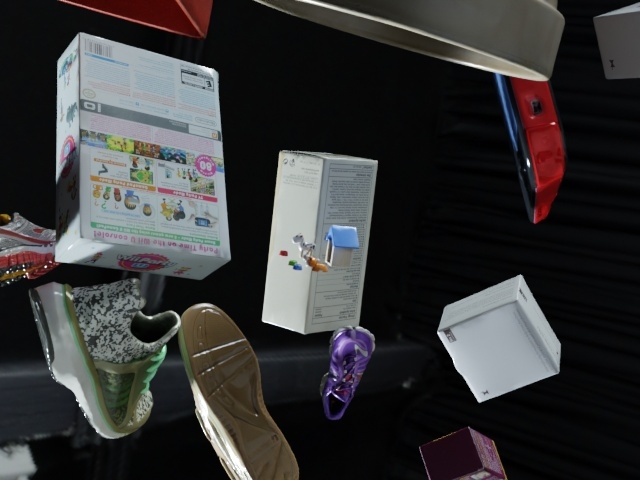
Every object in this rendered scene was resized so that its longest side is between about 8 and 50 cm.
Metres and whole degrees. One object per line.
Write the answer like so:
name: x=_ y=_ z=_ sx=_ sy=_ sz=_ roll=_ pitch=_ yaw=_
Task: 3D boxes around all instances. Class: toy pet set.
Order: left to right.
toy pet set: x=0.002 y=0.007 z=1.536 sx=0.114 sy=0.122 sz=0.065 roll=5 pitch=-80 yaw=-16

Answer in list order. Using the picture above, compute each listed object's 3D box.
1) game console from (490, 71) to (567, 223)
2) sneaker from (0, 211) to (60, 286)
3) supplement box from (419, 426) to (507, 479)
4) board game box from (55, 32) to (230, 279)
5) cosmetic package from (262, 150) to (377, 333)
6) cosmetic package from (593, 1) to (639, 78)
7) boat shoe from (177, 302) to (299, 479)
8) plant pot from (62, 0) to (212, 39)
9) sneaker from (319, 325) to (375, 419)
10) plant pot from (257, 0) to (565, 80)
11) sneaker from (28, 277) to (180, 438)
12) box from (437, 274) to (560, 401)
game console: x=0.275 y=-0.236 z=1.397 sx=0.342 sy=0.060 sz=0.386 roll=56 pitch=-158 yaw=-77
sneaker: x=-0.405 y=-0.001 z=1.322 sx=0.092 sy=0.088 sz=0.225 roll=59 pitch=-164 yaw=4
supplement box: x=0.137 y=0.213 z=0.915 sx=0.083 sy=0.055 sz=0.043 roll=39 pitch=-151 yaw=-58
board game box: x=-0.250 y=-0.112 z=1.337 sx=0.224 sy=0.097 sz=0.303 roll=10 pitch=-116 yaw=-35
cosmetic package: x=0.000 y=0.000 z=1.712 sx=0.160 sy=0.113 sz=0.309 roll=-1 pitch=-79 yaw=-50
cosmetic package: x=0.557 y=-0.277 z=1.139 sx=0.285 sy=0.377 sz=0.097 roll=-22 pitch=-76 yaw=-15
boat shoe: x=-0.156 y=0.270 z=1.559 sx=0.122 sy=0.110 sz=0.341 roll=-20 pitch=-94 yaw=-40
plant pot: x=-0.242 y=-0.407 z=1.072 sx=0.267 sy=0.267 sz=0.235 roll=52 pitch=-124 yaw=-81
sneaker: x=0.041 y=0.201 z=1.433 sx=0.071 sy=0.068 sz=0.169 roll=-88 pitch=7 yaw=-57
plant pot: x=0.113 y=-0.333 z=0.942 sx=0.323 sy=0.323 sz=0.280 roll=4 pitch=-74 yaw=-53
sneaker: x=-0.289 y=0.178 z=1.455 sx=0.182 sy=0.158 sz=0.410 roll=-18 pitch=-28 yaw=-3
box: x=0.357 y=0.196 z=1.905 sx=0.181 sy=0.182 sz=0.119 roll=58 pitch=-155 yaw=-14
